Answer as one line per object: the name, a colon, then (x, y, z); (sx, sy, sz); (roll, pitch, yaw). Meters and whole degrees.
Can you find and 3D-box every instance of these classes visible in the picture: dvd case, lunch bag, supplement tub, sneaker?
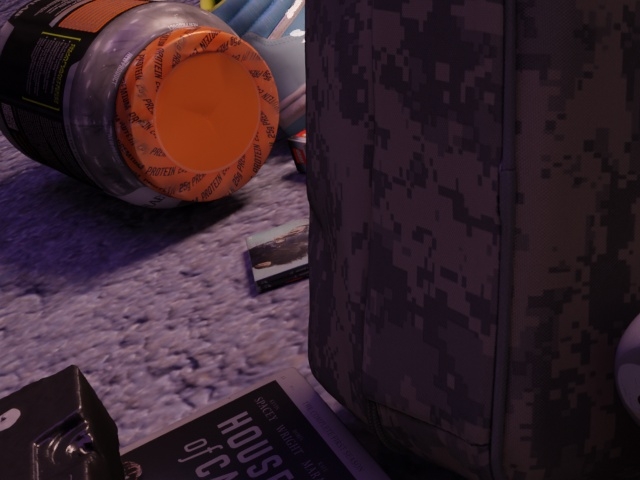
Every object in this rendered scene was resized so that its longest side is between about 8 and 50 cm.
dvd case: (-0.085, 0.167, 0.648); (0.238, 0.030, 0.179); (-26, 27, -13)
dvd case: (0.000, 0.000, 0.940); (0.119, 0.013, 0.087); (-17, 26, 0)
lunch bag: (0.092, -0.044, 0.623); (0.212, 0.305, 0.256); (-5, 10, -33)
supplement tub: (-0.186, -0.140, 1.133); (0.193, 0.194, 0.316); (-31, 29, -24)
sneaker: (-0.007, -0.265, 1.223); (0.127, 0.208, 0.319); (-33, 13, 36)

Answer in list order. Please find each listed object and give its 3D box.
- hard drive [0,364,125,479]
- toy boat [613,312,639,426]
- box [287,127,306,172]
hard drive: (-0.252, 0.215, 0.579); (0.338, 0.064, 0.237); (-27, 28, -3)
toy boat: (0.287, 0.061, 0.475); (0.318, 0.148, 0.267); (-14, 26, 9)
box: (0.082, -0.120, 1.097); (0.207, 0.036, 0.114); (-34, 30, -30)
